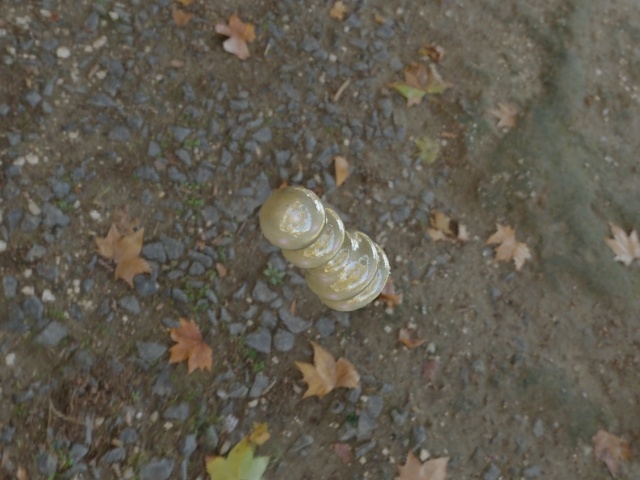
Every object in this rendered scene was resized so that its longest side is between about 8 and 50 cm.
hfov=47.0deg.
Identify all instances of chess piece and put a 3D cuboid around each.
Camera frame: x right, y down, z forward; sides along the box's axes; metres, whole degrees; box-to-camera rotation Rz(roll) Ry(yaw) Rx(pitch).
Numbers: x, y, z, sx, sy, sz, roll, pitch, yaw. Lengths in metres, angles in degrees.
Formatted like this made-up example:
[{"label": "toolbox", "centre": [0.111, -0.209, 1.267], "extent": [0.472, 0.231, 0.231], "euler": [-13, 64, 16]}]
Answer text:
[{"label": "chess piece", "centre": [0.000, 0.000, 0.802], "extent": [0.170, 0.094, 0.094], "euler": [48, 37, -45]}]
